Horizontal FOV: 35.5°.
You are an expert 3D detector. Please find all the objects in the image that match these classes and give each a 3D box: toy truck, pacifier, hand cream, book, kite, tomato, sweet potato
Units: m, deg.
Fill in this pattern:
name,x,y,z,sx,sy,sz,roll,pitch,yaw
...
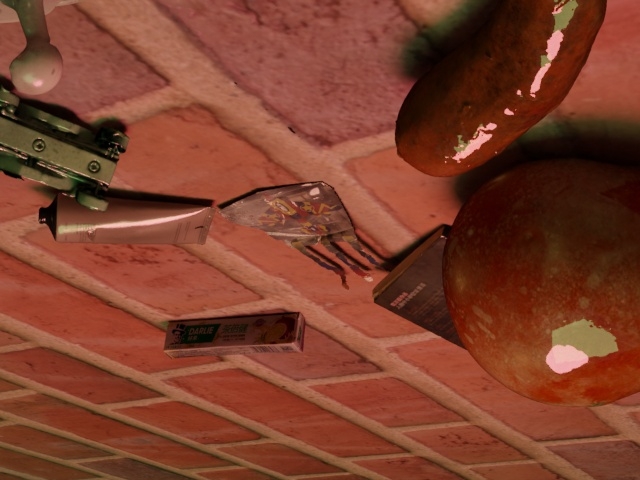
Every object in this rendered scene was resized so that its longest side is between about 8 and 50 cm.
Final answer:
name,x,y,z,sx,sy,sz,roll,pitch,yaw
toy truck,-0.263,-0.087,0.940,0.154,0.080,0.078,19,178,-31
pacifier,-0.206,-0.161,0.716,0.150,0.116,0.127,-14,176,26
hand cream,-0.212,-0.021,1.096,0.186,0.054,0.087,4,151,-15
book,0.195,0.077,1.190,0.228,0.024,0.160,27,138,-15
kite,0.000,-0.001,1.143,0.141,0.015,0.245,-10,148,30
tomato,0.256,0.051,0.980,0.270,0.222,0.270,4,159,1
sweet potato,0.146,-0.139,0.747,0.097,0.097,0.292,13,146,-19

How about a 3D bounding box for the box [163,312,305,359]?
name,x,y,z,sx,sy,sz,roll,pitch,yaw
box,-0.123,0.136,1.418,0.207,0.049,0.041,-5,150,19
